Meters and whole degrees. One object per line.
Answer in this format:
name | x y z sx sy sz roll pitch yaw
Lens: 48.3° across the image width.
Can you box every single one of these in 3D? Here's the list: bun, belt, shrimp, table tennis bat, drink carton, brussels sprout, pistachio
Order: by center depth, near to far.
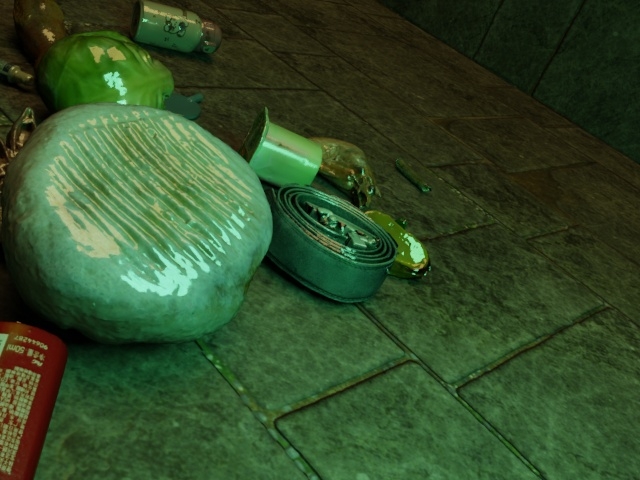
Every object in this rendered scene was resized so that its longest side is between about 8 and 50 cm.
bun | -0.240 -0.015 0.947 0.362 0.211 0.362 17 49 -20
belt | 0.000 0.000 1.243 0.267 0.116 0.206 32 27 9
brussels sprout | -0.402 -0.288 1.335 0.244 0.244 0.244 18 29 -11
pistachio | 0.131 0.016 1.353 0.173 0.049 0.089 40 67 -7
drink carton | -0.080 -0.171 1.447 0.142 0.144 0.146 22 29 -18
shrimp | 0.039 -0.156 1.586 0.168 0.077 0.317 3 30 -17
table tennis bat | -0.312 -0.311 1.622 0.100 0.019 0.155 28 31 7

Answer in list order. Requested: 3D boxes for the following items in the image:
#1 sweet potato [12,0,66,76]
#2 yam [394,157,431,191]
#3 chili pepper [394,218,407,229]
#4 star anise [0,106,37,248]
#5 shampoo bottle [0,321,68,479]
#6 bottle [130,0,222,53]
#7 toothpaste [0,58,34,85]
sweet potato | -0.589 -0.424 1.519 0.109 0.109 0.385 2 48 -35
yam | 0.228 -0.159 1.766 0.033 0.027 0.129 40 8 -48
chili pepper | 0.077 -0.024 1.383 0.182 0.073 0.050 11 5 -16
star anise | -0.452 -0.080 1.046 0.236 0.109 0.223 33 50 -13
shampoo bottle | -0.332 0.205 0.690 0.118 0.076 0.314 16 30 -17
bottle | -0.376 -0.555 1.884 0.233 0.110 0.110 7 33 -30
toothpaste | -0.664 -0.354 1.409 0.216 0.037 0.062 23 29 6
